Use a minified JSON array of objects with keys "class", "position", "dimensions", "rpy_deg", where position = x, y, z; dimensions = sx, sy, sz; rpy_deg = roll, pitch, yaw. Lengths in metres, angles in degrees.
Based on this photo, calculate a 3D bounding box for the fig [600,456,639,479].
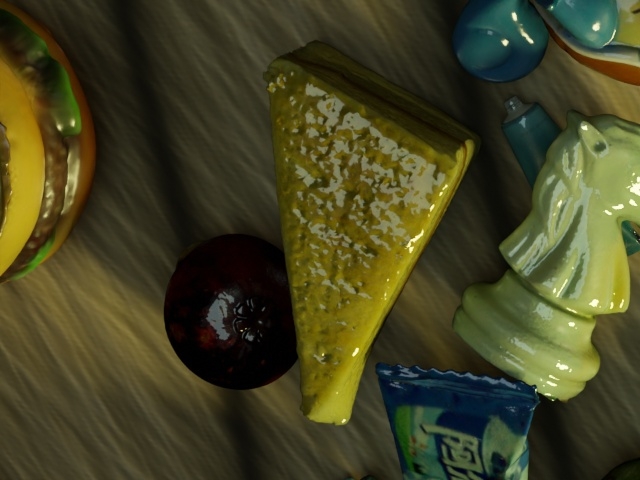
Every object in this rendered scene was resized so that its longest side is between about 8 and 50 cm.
[{"class":"fig","position":[0.390,0.325,1.653],"dimensions":[0.195,0.245,0.195],"rpy_deg":[0,86,5]}]

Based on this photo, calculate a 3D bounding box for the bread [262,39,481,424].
[{"class":"bread","position":[0.000,0.000,1.669],"dimensions":[0.245,0.233,0.361],"rpy_deg":[29,107,5]}]

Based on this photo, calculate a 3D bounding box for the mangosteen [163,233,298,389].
[{"class":"mangosteen","position":[-0.104,0.079,1.746],"dimensions":[0.200,0.200,0.199],"rpy_deg":[3,102,12]}]

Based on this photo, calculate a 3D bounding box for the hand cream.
[{"class":"hand cream","position":[0.270,-0.065,1.699],"dimensions":[0.083,0.048,0.224],"rpy_deg":[-31,98,21]}]

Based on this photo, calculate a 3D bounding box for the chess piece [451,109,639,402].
[{"class":"chess piece","position":[0.282,0.009,1.643],"dimensions":[0.176,0.176,0.298],"rpy_deg":[29,106,5]}]

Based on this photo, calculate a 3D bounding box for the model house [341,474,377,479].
[{"class":"model house","position":[0.022,0.437,1.806],"dimensions":[0.226,0.241,0.261],"rpy_deg":[24,127,-38]}]

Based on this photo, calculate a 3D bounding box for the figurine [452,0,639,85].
[{"class":"figurine","position":[0.334,-0.246,1.556],"dimensions":[0.416,0.298,0.243],"rpy_deg":[3,136,14]}]

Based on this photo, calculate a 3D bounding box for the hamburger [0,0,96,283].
[{"class":"hamburger","position":[-0.466,-0.103,1.725],"dimensions":[0.396,0.277,0.395],"rpy_deg":[4,104,16]}]

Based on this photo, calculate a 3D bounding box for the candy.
[{"class":"candy","position":[0.168,0.258,1.717],"dimensions":[0.187,0.077,0.331],"rpy_deg":[4,131,15]}]
